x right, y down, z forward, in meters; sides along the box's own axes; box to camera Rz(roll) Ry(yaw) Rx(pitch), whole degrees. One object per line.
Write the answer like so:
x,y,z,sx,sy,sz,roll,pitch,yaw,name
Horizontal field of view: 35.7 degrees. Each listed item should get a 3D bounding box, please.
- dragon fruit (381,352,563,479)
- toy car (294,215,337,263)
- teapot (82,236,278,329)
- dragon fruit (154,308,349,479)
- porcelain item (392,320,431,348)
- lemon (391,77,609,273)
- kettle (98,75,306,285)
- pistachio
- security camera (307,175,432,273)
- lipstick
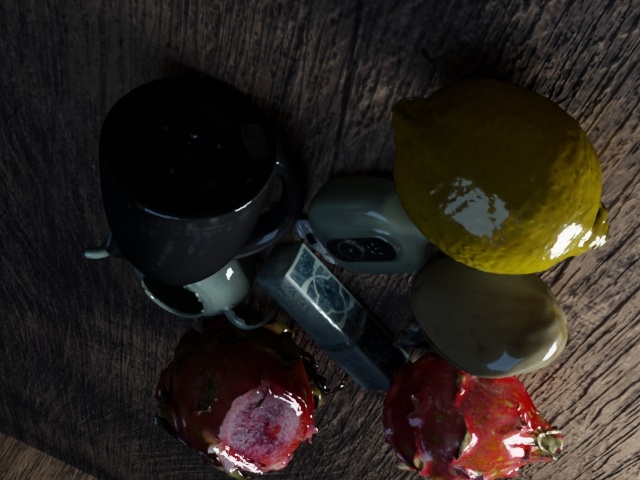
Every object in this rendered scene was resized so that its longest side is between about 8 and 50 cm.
0.218,0.262,1.446,0.268,0.205,0.210,15,147,18,dragon fruit
0.000,0.000,1.393,0.093,0.025,0.041,38,146,-19,toy car
-0.196,0.040,1.500,0.294,0.129,0.193,28,150,-2,teapot
-0.140,0.241,1.663,0.250,0.269,0.291,36,-176,-29,dragon fruit
0.165,0.144,1.489,0.075,0.021,0.136,25,150,-5,porcelain item
0.179,-0.064,1.009,0.257,0.188,0.188,34,149,-3,lemon
-0.147,-0.045,1.285,0.268,0.207,0.290,-6,151,-14,kettle
0.212,0.096,1.275,0.238,0.153,0.137,31,152,51,pistachio
0.126,-0.020,1.226,0.302,0.080,0.157,-4,137,36,security camera
0.020,0.119,1.504,0.076,0.077,0.289,-10,133,45,lipstick
